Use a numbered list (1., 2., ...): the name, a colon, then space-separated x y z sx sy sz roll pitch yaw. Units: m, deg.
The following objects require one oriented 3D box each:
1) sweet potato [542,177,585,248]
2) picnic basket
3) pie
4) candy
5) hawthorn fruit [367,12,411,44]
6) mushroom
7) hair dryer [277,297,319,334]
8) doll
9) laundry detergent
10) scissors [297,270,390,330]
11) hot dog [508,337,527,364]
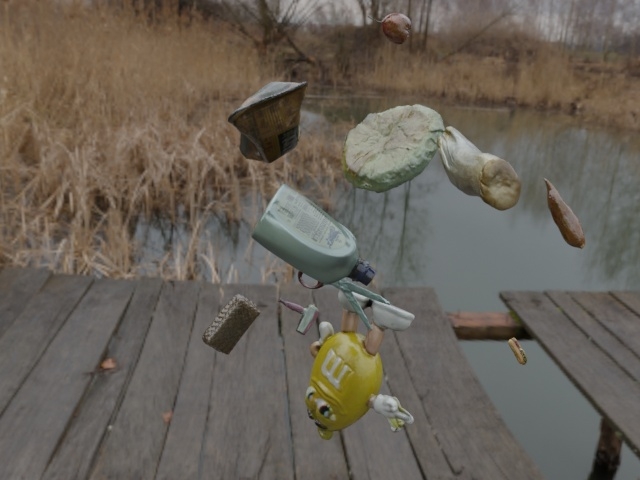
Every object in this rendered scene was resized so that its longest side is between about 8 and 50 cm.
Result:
1. sweet potato: 0.581 -0.066 1.524 0.056 0.195 0.056 -27 -8 -4
2. picnic basket: -0.280 0.268 2.001 0.110 0.193 0.055 40 -2 -32
3. pie: 0.188 -0.253 1.718 0.306 0.071 0.306 -15 48 18
4. candy: -0.088 -0.212 1.110 0.143 0.101 0.271 -31 -3 -4
5. hawthorn fruit: 0.155 -0.487 1.441 0.103 0.067 0.067 18 19 10
6. mushroom: 0.338 -0.161 1.391 0.094 0.123 0.351 -15 24 -3
7. hair dryer: -0.089 0.254 2.265 0.154 0.106 0.054 38 -21 -8
8. doll: 0.099 0.324 1.658 0.161 0.423 0.348 3 -8 -44
9. laundry detergent: 0.000 0.000 1.398 0.280 0.105 0.215 30 28 -5
10. scissors: 0.055 0.106 1.508 0.247 0.144 0.017 40 19 28
11. hot dog: 0.572 0.319 1.828 0.037 0.083 0.021 -21 -15 -36
